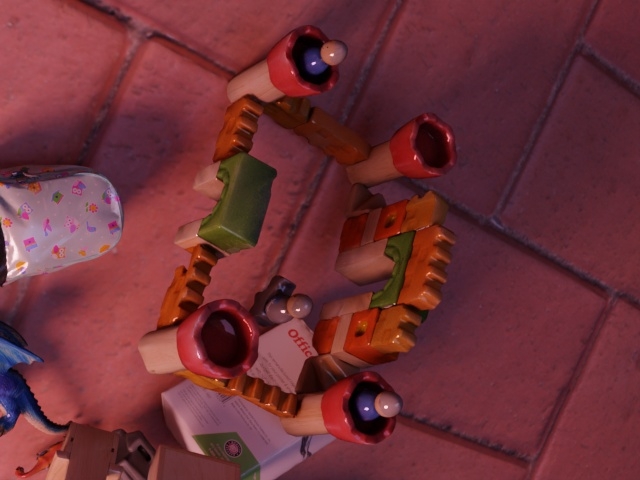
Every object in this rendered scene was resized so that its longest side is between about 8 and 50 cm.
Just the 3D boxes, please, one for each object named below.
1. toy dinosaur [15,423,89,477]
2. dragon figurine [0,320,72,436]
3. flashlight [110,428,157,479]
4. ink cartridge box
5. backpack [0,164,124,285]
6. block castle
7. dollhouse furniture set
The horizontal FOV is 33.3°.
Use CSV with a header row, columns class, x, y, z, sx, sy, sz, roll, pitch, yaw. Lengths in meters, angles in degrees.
class,x,y,z,sx,sy,sz,roll,pitch,yaw
toy dinosaur,-0.341,0.267,1.339,0.082,0.047,0.090,-19,135,-52
dragon figurine,-0.386,0.145,1.263,0.289,0.085,0.144,27,88,-33
flashlight,-0.214,0.379,1.413,0.304,0.103,0.103,59,44,-34
ink cartridge box,-0.076,0.225,1.427,0.219,0.160,0.092,-28,150,-23
backpack,-0.322,-0.021,1.244,0.182,0.115,0.151,-14,107,-32
block castle,0.000,0.000,1.301,0.303,0.213,0.453,31,61,-30
dollhouse furniture set,-0.223,0.435,1.293,0.303,0.173,0.355,19,119,-14
